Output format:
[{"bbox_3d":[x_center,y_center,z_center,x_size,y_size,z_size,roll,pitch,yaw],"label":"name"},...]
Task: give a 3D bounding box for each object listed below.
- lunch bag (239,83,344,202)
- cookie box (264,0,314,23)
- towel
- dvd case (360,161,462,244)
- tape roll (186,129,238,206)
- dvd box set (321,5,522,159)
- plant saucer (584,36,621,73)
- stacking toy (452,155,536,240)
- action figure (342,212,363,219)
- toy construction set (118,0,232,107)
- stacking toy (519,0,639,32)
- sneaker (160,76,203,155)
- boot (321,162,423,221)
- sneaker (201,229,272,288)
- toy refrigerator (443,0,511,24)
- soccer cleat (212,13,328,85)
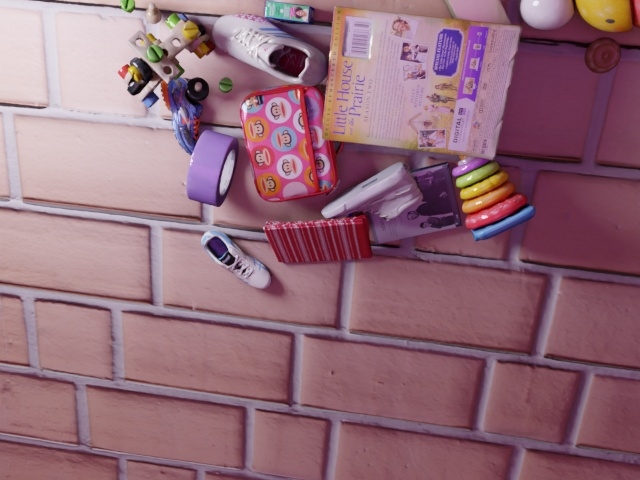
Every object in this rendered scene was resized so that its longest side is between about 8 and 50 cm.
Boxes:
[{"bbox_3d":[-0.059,-0.255,1.572,0.258,0.120,0.293,-9,108,6],"label":"lunch bag"},{"bbox_3d":[-0.073,-0.552,1.471,0.107,0.092,0.040,8,108,4],"label":"cookie box"},{"bbox_3d":[0.000,0.000,1.648,0.274,0.031,0.199,-3,148,9],"label":"towel"},{"bbox_3d":[0.243,-0.097,1.632,0.238,0.029,0.179,-12,108,12],"label":"dvd case"},{"bbox_3d":[-0.279,-0.186,1.581,0.080,0.189,0.189,15,111,2],"label":"tape roll"},{"bbox_3d":[0.224,-0.364,1.418,0.420,0.062,0.308,7,111,4],"label":"dvd box set"},{"bbox_3d":[0.678,-0.442,1.455,0.083,0.015,0.083,3,111,7],"label":"plant saucer"},{"bbox_3d":[0.400,-0.163,1.537,0.165,0.175,0.302,-26,94,13],"label":"stacking toy"},{"bbox_3d":[0.069,-0.044,1.677,0.038,0.030,0.115,39,112,-13],"label":"action figure"},{"bbox_3d":[-0.371,-0.482,1.430,0.257,0.237,0.309,-20,95,-11],"label":"toy construction set"},{"bbox_3d":[0.677,-0.560,1.307,0.480,0.350,0.351,-9,110,31],"label":"stacking toy"},{"bbox_3d":[-0.347,-0.324,1.599,0.087,0.083,0.221,-14,110,6],"label":"sneaker"},{"bbox_3d":[0.137,-0.091,1.585,0.258,0.095,0.123,-27,113,23],"label":"boot"},{"bbox_3d":[-0.241,0.063,1.725,0.237,0.086,0.085,40,108,-9],"label":"sneaker"},{"bbox_3d":[0.348,-0.561,1.415,0.102,0.094,0.269,-29,106,13],"label":"toy refrigerator"},{"bbox_3d":[-0.135,-0.466,1.452,0.331,0.143,0.116,25,110,15],"label":"soccer cleat"}]
